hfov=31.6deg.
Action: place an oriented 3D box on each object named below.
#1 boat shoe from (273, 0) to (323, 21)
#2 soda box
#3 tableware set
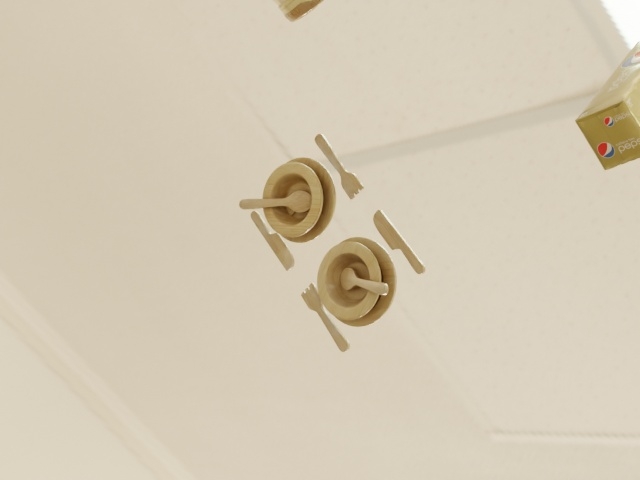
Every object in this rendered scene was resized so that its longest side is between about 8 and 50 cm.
[{"bbox_3d":[0.035,-0.454,1.588,0.110,0.341,0.122,45,-28,-14],"label":"boat shoe"},{"bbox_3d":[0.320,-0.145,1.117,0.058,0.181,0.061,-22,-73,45],"label":"soda box"},{"bbox_3d":[0.000,0.000,1.102,0.128,0.039,0.194,-49,-118,25],"label":"tableware set"}]
